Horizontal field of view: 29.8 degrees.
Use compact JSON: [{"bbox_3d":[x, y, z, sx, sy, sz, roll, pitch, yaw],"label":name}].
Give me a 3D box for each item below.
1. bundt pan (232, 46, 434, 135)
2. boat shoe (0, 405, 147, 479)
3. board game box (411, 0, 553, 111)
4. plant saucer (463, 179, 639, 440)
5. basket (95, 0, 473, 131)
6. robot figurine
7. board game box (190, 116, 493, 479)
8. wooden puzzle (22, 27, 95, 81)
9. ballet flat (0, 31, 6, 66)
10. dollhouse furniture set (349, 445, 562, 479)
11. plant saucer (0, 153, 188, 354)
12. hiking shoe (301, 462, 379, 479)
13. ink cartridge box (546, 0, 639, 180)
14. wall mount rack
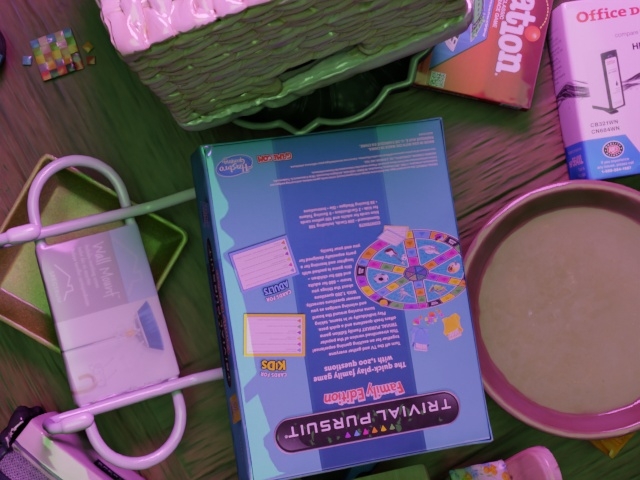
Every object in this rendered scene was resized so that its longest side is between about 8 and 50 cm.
[{"bbox_3d":[-0.012,-0.263,1.306,0.331,0.124,0.330,-1,83,12],"label":"bundt pan"},{"bbox_3d":[-0.239,0.342,1.319,0.341,0.127,0.158,38,95,7],"label":"boat shoe"},{"bbox_3d":[0.194,-0.298,1.354,0.145,0.027,0.281,12,88,-2],"label":"board game box"},{"bbox_3d":[0.282,0.074,1.290,0.278,0.041,0.277,-1,84,5],"label":"plant saucer"},{"bbox_3d":[-0.060,-0.318,1.127,0.328,0.266,0.331,-19,82,8],"label":"basket"},{"bbox_3d":[0.358,0.085,1.350,0.211,0.085,0.291,39,89,-1],"label":"robot figurine"},{"bbox_3d":[0.019,0.058,1.222,0.254,0.079,0.335,-8,87,-15],"label":"board game box"},{"bbox_3d":[-0.301,-0.213,1.376,0.083,0.006,0.049,-19,89,-2],"label":"wooden puzzle"},{"bbox_3d":[-0.488,-0.248,1.327,0.281,0.096,0.095,12,89,-1],"label":"ballet flat"},{"bbox_3d":[0.119,0.407,1.148,0.362,0.256,0.394,-9,70,-22],"label":"dollhouse furniture set"},{"bbox_3d":[-0.272,0.028,1.352,0.188,0.045,0.188,30,88,0],"label":"plant saucer"},{"bbox_3d":[0.073,0.155,1.347,0.304,0.113,0.132,-48,121,-8],"label":"hiking shoe"},{"bbox_3d":[0.347,-0.174,1.354,0.148,0.086,0.203,-9,90,-2],"label":"ink cartridge box"},{"bbox_3d":[-0.169,0.061,1.270,0.304,0.130,0.349,-16,91,-20],"label":"wall mount rack"}]
